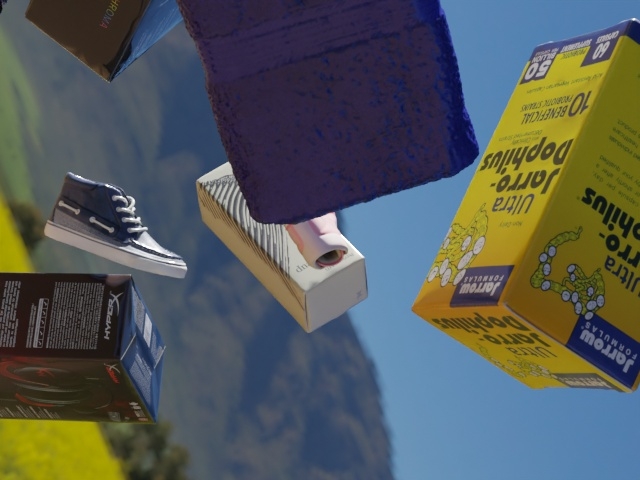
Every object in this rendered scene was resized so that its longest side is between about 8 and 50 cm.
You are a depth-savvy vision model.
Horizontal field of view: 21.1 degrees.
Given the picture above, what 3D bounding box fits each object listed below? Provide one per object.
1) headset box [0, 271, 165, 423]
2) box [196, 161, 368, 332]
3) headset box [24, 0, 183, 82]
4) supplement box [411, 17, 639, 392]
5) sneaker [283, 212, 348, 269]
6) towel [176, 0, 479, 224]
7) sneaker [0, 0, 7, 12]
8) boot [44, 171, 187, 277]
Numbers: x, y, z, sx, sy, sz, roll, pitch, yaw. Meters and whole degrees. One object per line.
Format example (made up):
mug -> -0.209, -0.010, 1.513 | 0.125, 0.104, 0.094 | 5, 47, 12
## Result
headset box -> -0.346, 0.126, 2.002 | 0.218, 0.293, 0.110 | 78, 15, -64
box -> -0.056, -0.003, 2.434 | 0.275, 0.113, 0.094 | 43, -26, 34
headset box -> -0.185, -0.347, 1.949 | 0.131, 0.283, 0.246 | 38, -45, 2
supplement box -> 0.287, -0.033, 1.883 | 0.195, 0.357, 0.194 | 32, -17, -21
sneaker -> 0.000, 0.000, 1.863 | 0.070, 0.051, 0.134 | 55, 8, 8
towel -> 0.002, -0.179, 1.526 | 0.076, 0.227, 0.308 | -102, 175, -65
sneaker -> -0.406, -0.358, 1.813 | 0.116, 0.136, 0.314 | 105, -26, -68
boot -> -0.244, -0.019, 2.110 | 0.069, 0.190, 0.086 | 8, 101, -79
